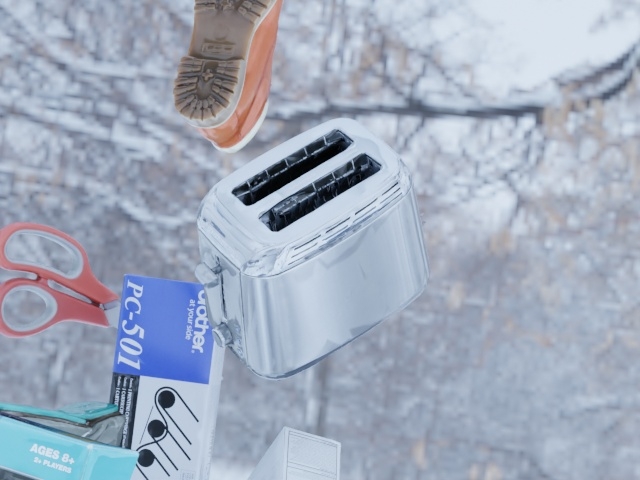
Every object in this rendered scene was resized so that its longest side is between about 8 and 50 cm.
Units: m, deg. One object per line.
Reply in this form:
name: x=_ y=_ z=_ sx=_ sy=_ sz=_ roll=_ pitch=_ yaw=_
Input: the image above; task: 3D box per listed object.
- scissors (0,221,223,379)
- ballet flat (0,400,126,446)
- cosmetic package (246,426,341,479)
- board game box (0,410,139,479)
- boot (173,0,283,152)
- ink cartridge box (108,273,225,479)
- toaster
scissors: x=-0.195 y=0.062 z=1.557 sx=0.297 sy=0.109 sz=0.021 roll=18 pitch=-11 yaw=-40
ballet flat: x=-0.212 y=0.164 z=1.289 sx=0.072 sy=0.068 sz=0.213 roll=7 pitch=-4 yaw=16
cosmetic package: x=-0.053 y=0.275 z=1.425 sx=0.060 sy=0.099 sz=0.239 roll=19 pitch=-45 yaw=-14
board game box: x=-0.297 y=0.270 z=1.103 sx=0.253 sy=0.336 sz=0.079 roll=14 pitch=-6 yaw=21
boot: x=-0.057 y=-0.141 z=1.160 sx=0.059 sy=0.158 sz=0.084 roll=13 pitch=-17 yaw=21
ink cartridge box: x=-0.146 y=0.140 z=1.509 sx=0.097 sy=0.207 sz=0.046 roll=7 pitch=-2 yaw=11
toaster: x=0.000 y=0.000 z=1.344 sx=0.129 sy=0.227 sz=0.146 roll=45 pitch=-23 yaw=38
